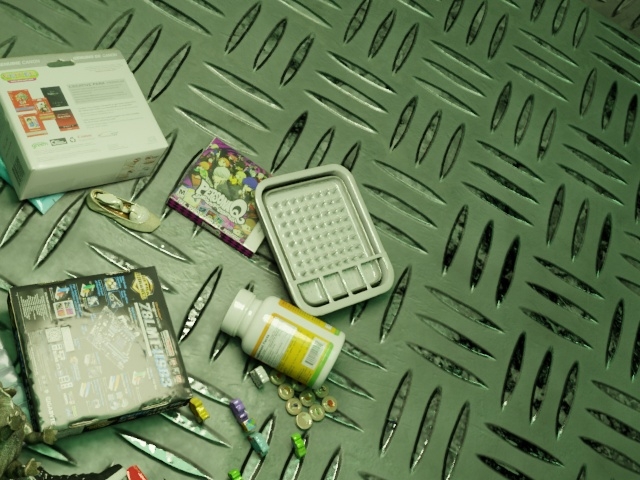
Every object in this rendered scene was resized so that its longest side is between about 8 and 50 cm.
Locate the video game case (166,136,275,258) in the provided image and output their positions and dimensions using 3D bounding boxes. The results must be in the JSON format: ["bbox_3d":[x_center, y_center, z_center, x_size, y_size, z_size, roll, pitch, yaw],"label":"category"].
[{"bbox_3d":[-0.205,-0.102,1.809,0.232,0.042,0.210,34,57,-4],"label":"video game case"}]

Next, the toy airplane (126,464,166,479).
[{"bbox_3d":[-0.345,0.502,1.470,0.151,0.028,0.151,9,61,-17],"label":"toy airplane"}]

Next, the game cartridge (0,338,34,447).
[{"bbox_3d":[-0.703,0.337,1.385,0.355,0.068,0.230,-24,73,-30],"label":"game cartridge"}]

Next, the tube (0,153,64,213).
[{"bbox_3d":[-0.644,-0.146,1.647,0.207,0.052,0.080,38,59,-7],"label":"tube"}]

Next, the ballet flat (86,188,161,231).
[{"bbox_3d":[-0.427,-0.065,1.692,0.168,0.052,0.057,20,60,-13],"label":"ballet flat"}]

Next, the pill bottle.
[{"bbox_3d":[-0.082,0.202,1.652,0.245,0.136,0.136,28,58,1],"label":"pill bottle"}]

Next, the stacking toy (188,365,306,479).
[{"bbox_3d":[-0.148,0.387,1.598,0.167,0.052,0.221,-26,80,-28],"label":"stacking toy"}]

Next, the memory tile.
[{"bbox_3d":[-0.037,0.326,1.691,0.113,0.012,0.148,-25,78,-30],"label":"memory tile"}]

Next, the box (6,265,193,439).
[{"bbox_3d":[-0.428,0.210,1.510,0.293,0.073,0.296,-9,68,-31],"label":"box"}]

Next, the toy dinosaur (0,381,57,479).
[{"bbox_3d":[-0.556,0.368,1.333,0.121,0.160,0.314,23,68,-50],"label":"toy dinosaur"}]

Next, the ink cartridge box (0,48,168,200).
[{"bbox_3d":[-0.531,-0.258,1.671,0.309,0.130,0.272,-16,72,-38],"label":"ink cartridge box"}]

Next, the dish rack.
[{"bbox_3d":[0.000,0.000,1.801,0.285,0.072,0.333,-16,80,-33],"label":"dish rack"}]

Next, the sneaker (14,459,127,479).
[{"bbox_3d":[-0.473,0.438,1.417,0.216,0.079,0.121,-28,80,-29],"label":"sneaker"}]
